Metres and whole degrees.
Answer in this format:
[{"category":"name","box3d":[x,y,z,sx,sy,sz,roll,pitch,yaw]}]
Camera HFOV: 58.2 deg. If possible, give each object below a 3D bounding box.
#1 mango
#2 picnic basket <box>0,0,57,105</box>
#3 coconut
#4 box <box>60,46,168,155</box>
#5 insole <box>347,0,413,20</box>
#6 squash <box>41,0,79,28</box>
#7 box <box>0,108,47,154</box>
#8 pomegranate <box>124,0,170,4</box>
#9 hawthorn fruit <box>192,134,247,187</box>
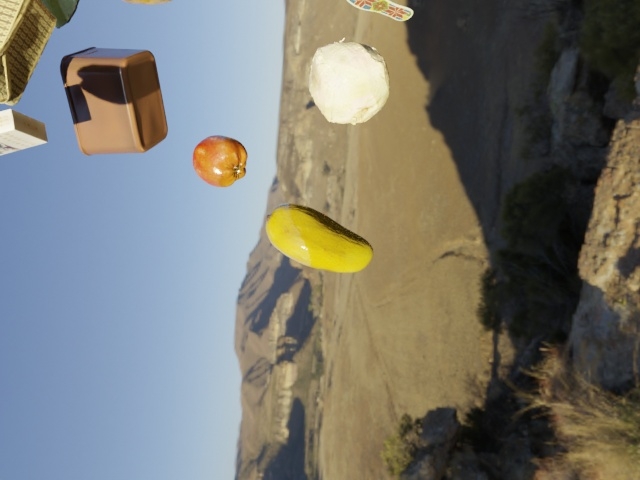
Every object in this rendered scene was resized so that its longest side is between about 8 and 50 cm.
[{"category":"mango","box3d":[-0.003,0.003,1.642,0.195,0.332,0.142,-75,11,-60]},{"category":"picnic basket","box3d":[-0.915,-0.558,1.579,0.175,0.228,0.312,81,-151,-80]},{"category":"coconut","box3d":[0.112,-0.566,2.094,0.297,0.298,0.254,98,159,-44]},{"category":"box","box3d":[-0.692,-0.476,1.968,0.239,0.230,0.339,-62,-28,-58]},{"category":"insole","box3d":[0.148,-0.579,1.416,0.065,0.194,0.006,-25,64,54]},{"category":"squash","box3d":[-0.876,-0.828,1.962,0.155,0.237,0.204,55,-138,-25]},{"category":"box","box3d":[-0.921,-0.294,1.620,0.149,0.233,0.066,37,-139,-78]},{"category":"pomegranate","box3d":[-0.520,-0.846,1.675,0.342,0.343,0.342,-175,90,-87]},{"category":"hawthorn fruit","box3d":[-0.336,-0.265,1.922,0.189,0.189,0.189,-175,90,-87]}]
